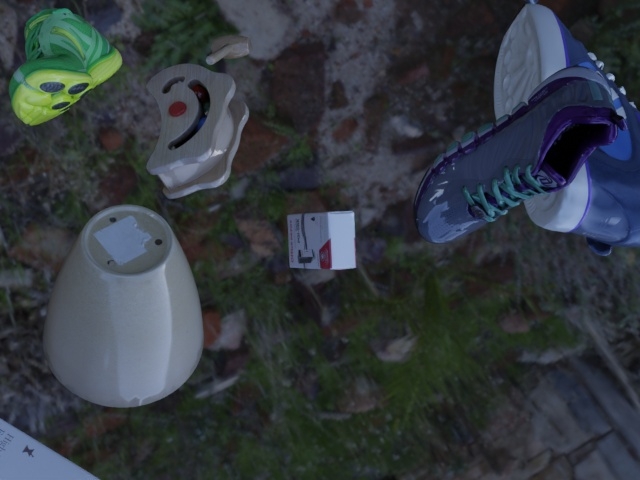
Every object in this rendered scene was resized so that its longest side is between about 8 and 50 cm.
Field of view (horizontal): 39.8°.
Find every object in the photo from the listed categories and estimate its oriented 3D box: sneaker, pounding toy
[{"bbox_3d":[0.354,-0.136,1.076,0.237,0.322,0.130,6,148,-16],"label":"sneaker"},{"bbox_3d":[0.171,-0.062,0.802,0.083,0.098,0.224,36,117,-22],"label":"sneaker"},{"bbox_3d":[-0.359,-0.238,1.179,0.109,0.295,0.123,-34,106,12],"label":"sneaker"},{"bbox_3d":[-0.210,-0.215,1.359,0.154,0.269,0.154,2,149,20],"label":"pounding toy"}]

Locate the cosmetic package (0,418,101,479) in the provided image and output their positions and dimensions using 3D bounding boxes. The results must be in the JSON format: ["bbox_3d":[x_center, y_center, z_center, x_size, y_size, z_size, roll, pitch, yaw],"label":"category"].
[{"bbox_3d":[-0.332,0.275,0.947,0.085,0.231,0.117,-45,-165,55],"label":"cosmetic package"}]

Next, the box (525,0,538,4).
[{"bbox_3d":[0.350,-0.621,1.356,0.395,0.212,0.293,-51,155,9],"label":"box"}]

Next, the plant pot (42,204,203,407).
[{"bbox_3d":[-0.295,0.078,1.335,0.257,0.256,0.274,-16,150,-23],"label":"plant pot"}]

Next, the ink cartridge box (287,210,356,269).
[{"bbox_3d":[0.000,0.000,1.529,0.056,0.099,0.135,-3,-179,-33],"label":"ink cartridge box"}]
